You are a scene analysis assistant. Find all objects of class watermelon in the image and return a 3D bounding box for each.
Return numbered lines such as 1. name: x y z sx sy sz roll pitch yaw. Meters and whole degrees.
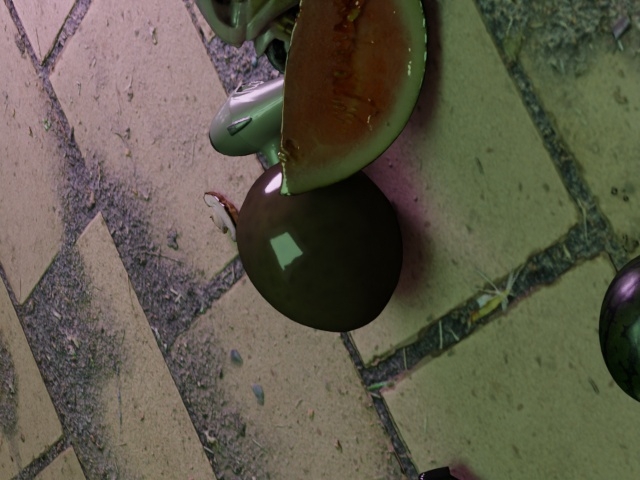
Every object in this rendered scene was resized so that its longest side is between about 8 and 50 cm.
1. watermelon: 0.052 -0.193 1.549 0.128 0.159 0.303 17 107 21
2. watermelon: 0.318 0.060 1.264 0.140 0.140 0.187 31 130 46

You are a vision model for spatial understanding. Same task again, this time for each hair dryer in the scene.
1. hair dryer: -0.028 -0.127 1.757 0.225 0.088 0.219 47 137 13

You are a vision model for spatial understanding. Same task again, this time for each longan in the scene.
1. longan: 0.000 0.000 1.654 0.220 0.196 0.196 59 145 33

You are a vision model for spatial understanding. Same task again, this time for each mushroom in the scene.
1. mushroom: -0.136 -0.036 1.989 0.101 0.019 0.049 50 140 34

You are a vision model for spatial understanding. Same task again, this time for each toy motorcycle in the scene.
1. toy motorcycle: -0.071 -0.344 1.577 0.108 0.223 0.341 -116 28 -63

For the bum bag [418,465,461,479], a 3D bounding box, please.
1. bum bag: 0.199 0.361 1.627 0.326 0.079 0.142 21 124 50
